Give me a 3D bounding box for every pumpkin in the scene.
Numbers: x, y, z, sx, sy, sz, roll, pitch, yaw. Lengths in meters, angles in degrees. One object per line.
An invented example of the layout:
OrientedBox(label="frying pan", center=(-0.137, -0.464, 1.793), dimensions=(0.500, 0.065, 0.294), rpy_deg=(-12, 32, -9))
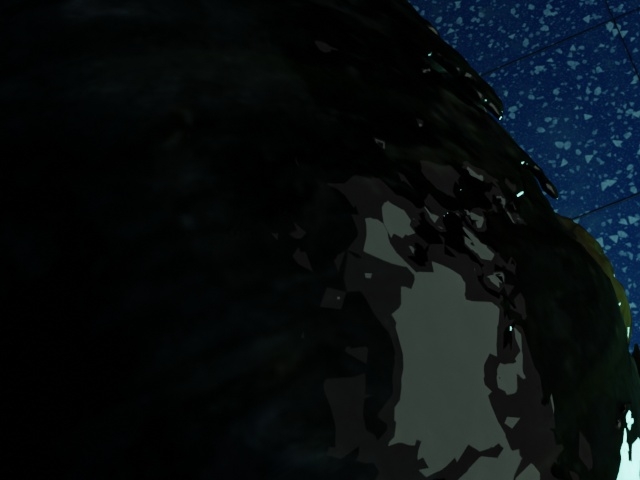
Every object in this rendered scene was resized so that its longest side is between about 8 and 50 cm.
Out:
OrientedBox(label="pumpkin", center=(-0.029, 0.079, 0.542), dimensions=(0.454, 0.344, 0.454), rpy_deg=(-17, 90, -79))
